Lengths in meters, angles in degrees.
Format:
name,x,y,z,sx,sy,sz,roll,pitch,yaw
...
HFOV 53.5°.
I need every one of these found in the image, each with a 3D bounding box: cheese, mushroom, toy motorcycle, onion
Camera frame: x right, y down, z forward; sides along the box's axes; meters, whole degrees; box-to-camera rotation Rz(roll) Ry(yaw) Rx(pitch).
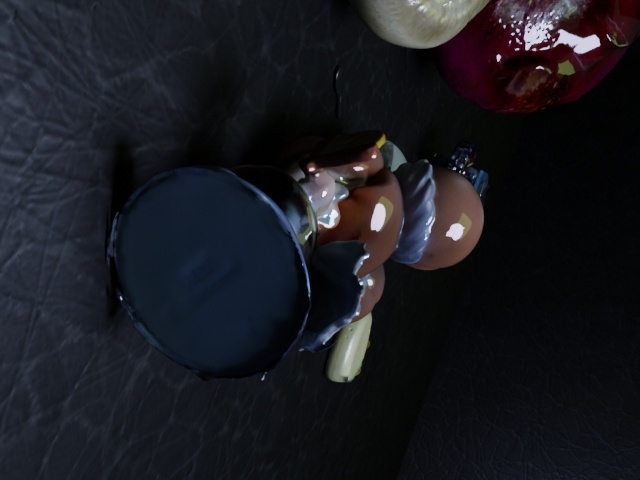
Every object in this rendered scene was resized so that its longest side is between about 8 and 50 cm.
name,x,y,z,sx,sy,sz,roll,pitch,yaw
cheese,0.076,0.151,1.255,0.127,0.050,0.256,18,89,-69
mushroom,0.154,-0.365,0.764,0.253,0.234,0.261,-10,112,-39
toy motorcycle,0.293,-0.073,1.523,0.232,0.172,0.416,-63,167,-11
onion,0.370,-0.425,1.218,0.420,0.397,0.399,-166,-87,-81

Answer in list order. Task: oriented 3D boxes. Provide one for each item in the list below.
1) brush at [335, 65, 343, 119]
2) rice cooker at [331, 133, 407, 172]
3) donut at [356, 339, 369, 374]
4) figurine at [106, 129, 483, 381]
name,x,y,z,sx,sy,sz,roll,pitch,yaw
brush,0.027,-0.210,0.910,0.024,0.008,0.083,-56,154,-43
rice cooker,0.060,-0.075,0.939,0.206,0.127,0.145,59,52,-68
donut,0.077,0.242,1.347,0.083,0.037,0.067,-39,138,-54
figurine,0.000,-0.001,0.681,0.248,0.276,0.388,57,26,-3
